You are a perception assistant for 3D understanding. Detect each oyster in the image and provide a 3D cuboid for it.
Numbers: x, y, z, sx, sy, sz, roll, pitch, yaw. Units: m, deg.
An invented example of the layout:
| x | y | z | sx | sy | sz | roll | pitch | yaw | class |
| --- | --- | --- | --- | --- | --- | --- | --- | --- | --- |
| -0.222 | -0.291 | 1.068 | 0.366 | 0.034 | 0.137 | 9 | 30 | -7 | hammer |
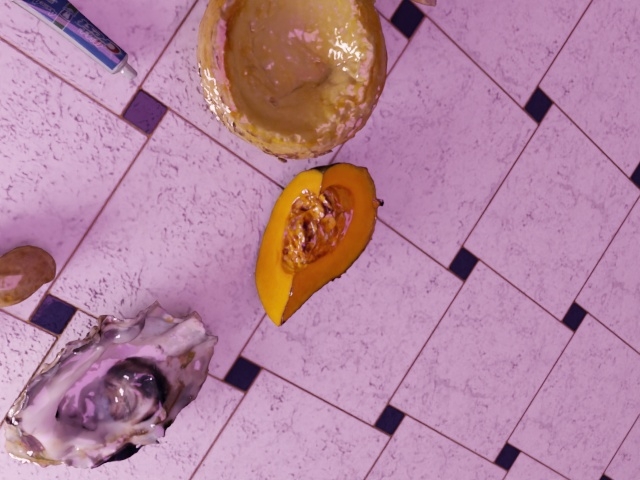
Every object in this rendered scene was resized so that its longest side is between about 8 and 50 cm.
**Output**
| x | y | z | sx | sy | sz | roll | pitch | yaw | class |
| --- | --- | --- | --- | --- | --- | --- | --- | --- | --- |
| -0.322 | 0.221 | 1.120 | 0.351 | 0.115 | 0.238 | -35 | 124 | -9 | oyster |

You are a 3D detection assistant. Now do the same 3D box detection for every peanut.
| x | y | z | sx | sy | sz | roll | pitch | yaw | class |
| --- | --- | --- | --- | --- | --- | --- | --- | --- | --- |
| -0.465 | 0.054 | 1.021 | 0.193 | 0.089 | 0.089 | -10 | 108 | -28 | peanut |

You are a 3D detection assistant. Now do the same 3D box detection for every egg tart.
| x | y | z | sx | sy | sz | roll | pitch | yaw | class |
| --- | --- | --- | --- | --- | --- | --- | --- | --- | --- |
| -0.048 | -0.278 | 1.112 | 0.315 | 0.120 | 0.315 | -6 | 104 | -25 | egg tart |

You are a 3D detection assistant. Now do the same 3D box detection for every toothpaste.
| x | y | z | sx | sy | sz | roll | pitch | yaw | class |
| --- | --- | --- | --- | --- | --- | --- | --- | --- | --- |
| -0.334 | -0.290 | 1.019 | 0.197 | 0.035 | 0.057 | 39 | 69 | -27 | toothpaste |

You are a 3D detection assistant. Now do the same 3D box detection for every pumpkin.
| x | y | z | sx | sy | sz | roll | pitch | yaw | class |
| --- | --- | --- | --- | --- | --- | --- | --- | --- | --- |
| -0.003 | 0.002 | 1.228 | 0.163 | 0.111 | 0.278 | 12 | 97 | -44 | pumpkin |

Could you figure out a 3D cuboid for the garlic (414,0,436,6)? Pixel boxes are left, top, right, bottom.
| x | y | z | sx | sy | sz | roll | pitch | yaw | class |
| --- | --- | --- | --- | --- | --- | --- | --- | --- | --- |
| 0.065 | -0.463 | 1.070 | 0.318 | 0.143 | 0.112 | 48 | 45 | 1 | garlic |
